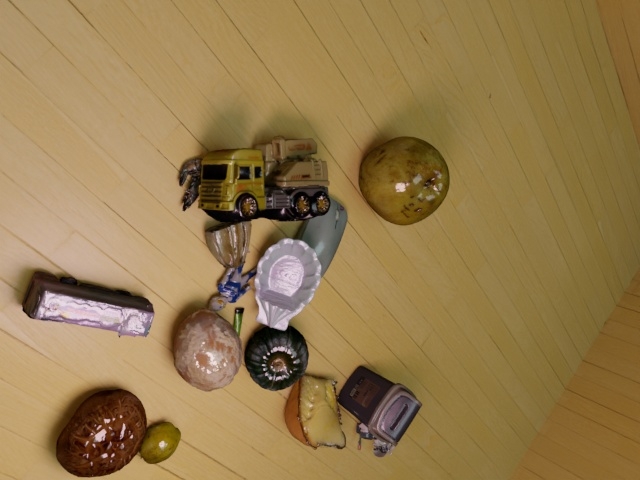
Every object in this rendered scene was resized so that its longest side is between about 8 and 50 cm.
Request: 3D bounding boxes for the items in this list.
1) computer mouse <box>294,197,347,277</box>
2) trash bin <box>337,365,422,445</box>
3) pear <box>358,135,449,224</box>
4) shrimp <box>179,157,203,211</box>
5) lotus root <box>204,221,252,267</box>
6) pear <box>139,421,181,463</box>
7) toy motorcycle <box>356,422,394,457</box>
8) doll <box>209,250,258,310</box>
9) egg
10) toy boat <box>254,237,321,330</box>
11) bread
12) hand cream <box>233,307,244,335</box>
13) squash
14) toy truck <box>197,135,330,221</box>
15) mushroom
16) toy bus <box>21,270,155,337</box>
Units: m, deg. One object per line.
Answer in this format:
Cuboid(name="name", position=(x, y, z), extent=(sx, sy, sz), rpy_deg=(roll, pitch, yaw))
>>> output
Cuboid(name="computer mouse", position=(0.003, 0.002, 1.941), extent=(0.159, 0.097, 0.288), rpy_deg=(34, 82, -37))
Cuboid(name="trash bin", position=(0.219, 0.604, 2.158), extent=(0.182, 0.290, 0.209), rpy_deg=(43, 77, -37))
Cuboid(name="pear", position=(0.291, -0.203, 1.981), extent=(0.304, 0.304, 0.303), rpy_deg=(-12, 110, -35))
Cuboid(name="shrimp", position=(-0.365, -0.159, 1.651), extent=(0.091, 0.034, 0.161), rpy_deg=(34, 74, -36))
Cuboid(name="lotus root", position=(-0.276, 0.011, 1.745), extent=(0.143, 0.070, 0.144), rpy_deg=(-14, 108, -41))
Cuboid(name="pear", position=(-0.477, 0.599, 1.740), extent=(0.131, 0.107, 0.107), rpy_deg=(-43, 125, -25))
Cuboid(name="toy motorcycle", position=(0.227, 0.780, 2.349), extent=(0.221, 0.102, 0.150), rpy_deg=(37, 59, -41))
Cuboid(name="doll", position=(-0.265, 0.143, 1.800), extent=(0.227, 0.057, 0.114), rpy_deg=(-52, 132, -18))
Cuboid(name="egg", position=(-0.331, 0.319, 1.712), extent=(0.203, 0.203, 0.245), rpy_deg=(-19, 105, -32))
Cuboid(name="toy boat", position=(-0.109, 0.130, 1.837), extent=(0.199, 0.100, 0.290), rpy_deg=(22, 96, -2))
Cuboid(name="bread", position=(-0.033, 0.603, 2.051), extent=(0.204, 0.163, 0.262), rpy_deg=(24, 46, -38))
Cuboid(name="hand cream", position=(-0.263, 0.273, 1.860), extent=(0.036, 0.023, 0.121), rpy_deg=(1, 102, -48))
Cuboid(name="squash", position=(-0.140, 0.375, 1.888), extent=(0.218, 0.172, 0.218), rpy_deg=(-15, 120, -26))
Cuboid(name="toy truck", position=(-0.150, -0.174, 1.699), extent=(0.405, 0.181, 0.253), rpy_deg=(-7, 97, -43))
Cuboid(name="mushroom", position=(-0.591, 0.532, 1.608), extent=(0.253, 0.153, 0.253), rpy_deg=(-23, 124, -38))
Cuboid(name="toy bus", position=(-0.581, 0.174, 1.511), extent=(0.317, 0.138, 0.112), rpy_deg=(18, 93, -38))
